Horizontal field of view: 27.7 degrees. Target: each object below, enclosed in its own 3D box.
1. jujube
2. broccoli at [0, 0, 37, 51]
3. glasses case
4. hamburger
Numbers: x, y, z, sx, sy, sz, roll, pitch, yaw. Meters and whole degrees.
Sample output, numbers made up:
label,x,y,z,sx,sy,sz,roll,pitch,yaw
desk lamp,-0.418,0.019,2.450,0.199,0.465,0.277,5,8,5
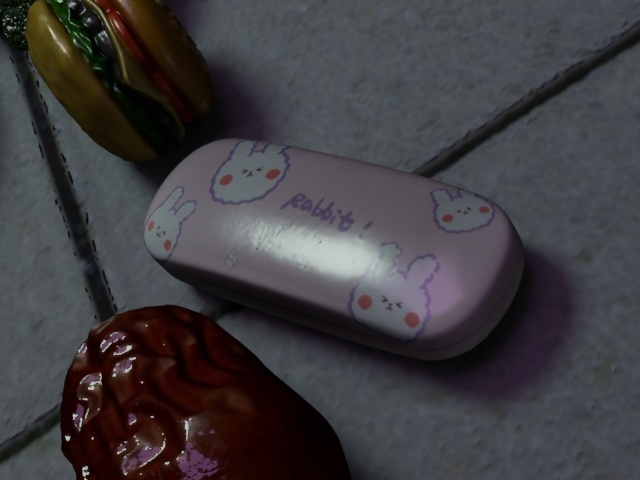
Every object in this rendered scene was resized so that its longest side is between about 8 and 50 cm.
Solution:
label,x,y,z,sx,sy,sz,roll,pitch,yaw
jujube,-0.077,0.132,0.797,0.155,0.155,0.230,-40,38,-1
broccoli,-0.224,-0.234,1.141,0.146,0.138,0.162,-34,44,7
glasses case,0.000,0.000,0.888,0.297,0.075,0.113,15,65,36
hamburger,-0.158,-0.141,1.027,0.115,0.162,0.162,-37,47,-1
